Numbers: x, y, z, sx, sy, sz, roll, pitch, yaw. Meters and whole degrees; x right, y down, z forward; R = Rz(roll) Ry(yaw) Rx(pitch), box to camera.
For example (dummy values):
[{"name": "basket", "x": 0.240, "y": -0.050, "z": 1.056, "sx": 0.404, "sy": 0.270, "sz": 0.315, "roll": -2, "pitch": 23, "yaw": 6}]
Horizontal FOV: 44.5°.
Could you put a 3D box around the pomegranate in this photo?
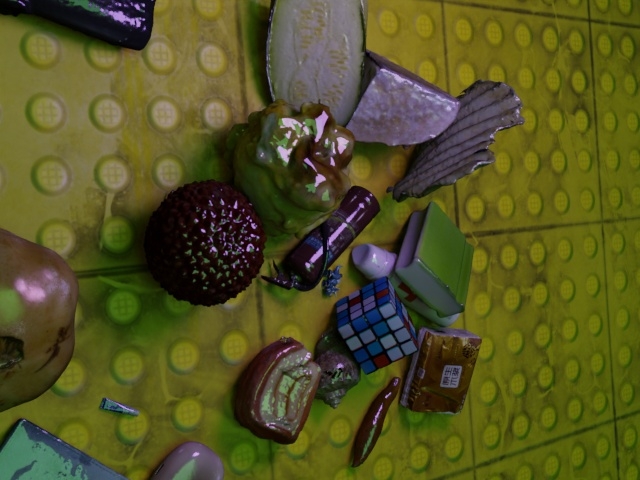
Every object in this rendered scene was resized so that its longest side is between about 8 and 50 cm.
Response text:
[{"name": "pomegranate", "x": -0.587, "y": 0.134, "z": 1.374, "sx": 0.332, "sy": 0.332, "sz": 0.333, "roll": 1, "pitch": 88, "yaw": -34}]

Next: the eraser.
[{"name": "eraser", "x": 0.305, "y": 0.051, "z": 2.036, "sx": 0.210, "sy": 0.092, "sz": 0.274, "roll": 45, "pitch": 35, "yaw": -18}]

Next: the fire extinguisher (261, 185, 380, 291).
[{"name": "fire extinguisher", "x": 0.000, "y": 0.000, "z": 1.908, "sx": 0.141, "sy": 0.105, "sz": 0.341, "roll": 36, "pitch": 64, "yaw": 15}]

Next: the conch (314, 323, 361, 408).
[{"name": "conch", "x": 0.035, "y": 0.315, "z": 1.936, "sx": 0.155, "sy": 0.129, "sz": 0.207, "roll": 47, "pitch": 34, "yaw": -60}]

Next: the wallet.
[{"name": "wallet", "x": -0.545, "y": 0.525, "z": 1.544, "sx": 0.290, "sy": 0.054, "sz": 0.251, "roll": 40, "pitch": 64, "yaw": -22}]

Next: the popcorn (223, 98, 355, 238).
[{"name": "popcorn", "x": -0.057, "y": -0.160, "z": 1.758, "sx": 0.312, "sy": 0.312, "sz": 0.313, "roll": 1, "pitch": 88, "yaw": -34}]

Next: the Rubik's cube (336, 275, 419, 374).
[{"name": "Rubik's cube", "x": 0.138, "y": 0.208, "z": 1.925, "sx": 0.151, "sy": 0.154, "sz": 0.155, "roll": -27, "pitch": 108, "yaw": 9}]

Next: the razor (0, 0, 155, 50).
[{"name": "razor", "x": -0.490, "y": -0.508, "z": 1.571, "sx": 0.326, "sy": 0.107, "sz": 0.189, "roll": 9, "pitch": 83, "yaw": -34}]

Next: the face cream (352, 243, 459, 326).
[{"name": "face cream", "x": 0.227, "y": 0.114, "z": 2.053, "sx": 0.345, "sy": 0.102, "sz": 0.102, "roll": 33, "pitch": 71, "yaw": -31}]

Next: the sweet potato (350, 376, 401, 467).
[{"name": "sweet potato", "x": 0.141, "y": 0.464, "z": 2.014, "sx": 0.057, "sy": 0.057, "sz": 0.265, "roll": 40, "pitch": 66, "yaw": -27}]

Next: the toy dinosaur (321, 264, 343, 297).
[{"name": "toy dinosaur", "x": 0.032, "y": 0.101, "z": 1.961, "sx": 0.047, "sy": 0.030, "sz": 0.083, "roll": 17, "pitch": 80, "yaw": -34}]

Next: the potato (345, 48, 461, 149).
[{"name": "potato", "x": 0.181, "y": -0.333, "z": 1.969, "sx": 0.264, "sy": 0.189, "sz": 0.211, "roll": 20, "pitch": 108, "yaw": -16}]

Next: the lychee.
[{"name": "lychee", "x": -0.246, "y": 0.001, "z": 1.653, "sx": 0.264, "sy": 0.300, "sz": 0.264, "roll": -27, "pitch": 143, "yaw": -23}]

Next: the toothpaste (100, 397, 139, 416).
[{"name": "toothpaste", "x": -0.424, "y": 0.356, "z": 1.653, "sx": 0.083, "sy": 0.015, "sz": 0.024, "roll": 26, "pitch": 67, "yaw": -26}]

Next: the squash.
[{"name": "squash", "x": -0.015, "y": -0.406, "z": 1.836, "sx": 0.233, "sy": 0.210, "sz": 0.309, "roll": 6, "pitch": 81, "yaw": 1}]

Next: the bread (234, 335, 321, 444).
[{"name": "bread", "x": -0.096, "y": 0.341, "z": 1.814, "sx": 0.190, "sy": 0.123, "sz": 0.244, "roll": 26, "pitch": 73, "yaw": -30}]

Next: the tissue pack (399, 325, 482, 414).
[{"name": "tissue pack", "x": 0.320, "y": 0.348, "z": 2.091, "sx": 0.183, "sy": 0.092, "sz": 0.226, "roll": 9, "pitch": 98, "yaw": -30}]

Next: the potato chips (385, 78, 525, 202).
[{"name": "potato chips", "x": 0.319, "y": -0.228, "z": 1.960, "sx": 0.097, "sy": 0.389, "sz": 0.373, "roll": 41, "pitch": 60, "yaw": -19}]

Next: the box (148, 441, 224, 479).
[{"name": "box", "x": -0.298, "y": 0.535, "z": 1.689, "sx": 0.146, "sy": 0.088, "sz": 0.200, "roll": 48, "pitch": 65, "yaw": -22}]
